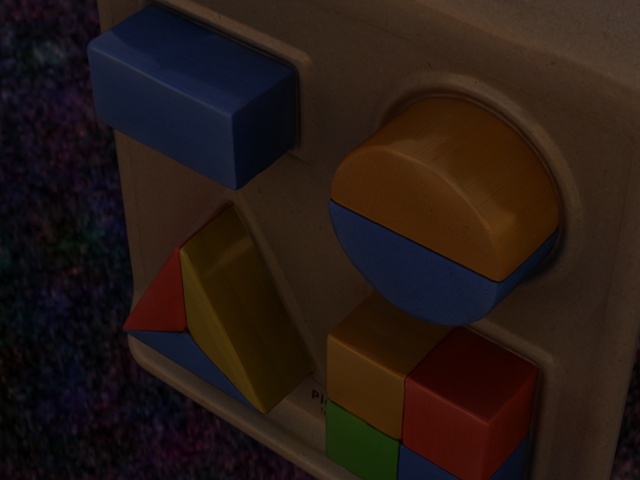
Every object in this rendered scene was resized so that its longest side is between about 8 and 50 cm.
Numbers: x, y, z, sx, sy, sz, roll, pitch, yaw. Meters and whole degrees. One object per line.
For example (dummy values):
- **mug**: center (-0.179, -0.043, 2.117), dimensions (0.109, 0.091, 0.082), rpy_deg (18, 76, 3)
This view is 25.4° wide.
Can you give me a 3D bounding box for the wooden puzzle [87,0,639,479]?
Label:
- **wooden puzzle**: center (0.000, 0.000, 0.695), dimensions (0.322, 0.348, 0.080), rpy_deg (28, 45, 28)
